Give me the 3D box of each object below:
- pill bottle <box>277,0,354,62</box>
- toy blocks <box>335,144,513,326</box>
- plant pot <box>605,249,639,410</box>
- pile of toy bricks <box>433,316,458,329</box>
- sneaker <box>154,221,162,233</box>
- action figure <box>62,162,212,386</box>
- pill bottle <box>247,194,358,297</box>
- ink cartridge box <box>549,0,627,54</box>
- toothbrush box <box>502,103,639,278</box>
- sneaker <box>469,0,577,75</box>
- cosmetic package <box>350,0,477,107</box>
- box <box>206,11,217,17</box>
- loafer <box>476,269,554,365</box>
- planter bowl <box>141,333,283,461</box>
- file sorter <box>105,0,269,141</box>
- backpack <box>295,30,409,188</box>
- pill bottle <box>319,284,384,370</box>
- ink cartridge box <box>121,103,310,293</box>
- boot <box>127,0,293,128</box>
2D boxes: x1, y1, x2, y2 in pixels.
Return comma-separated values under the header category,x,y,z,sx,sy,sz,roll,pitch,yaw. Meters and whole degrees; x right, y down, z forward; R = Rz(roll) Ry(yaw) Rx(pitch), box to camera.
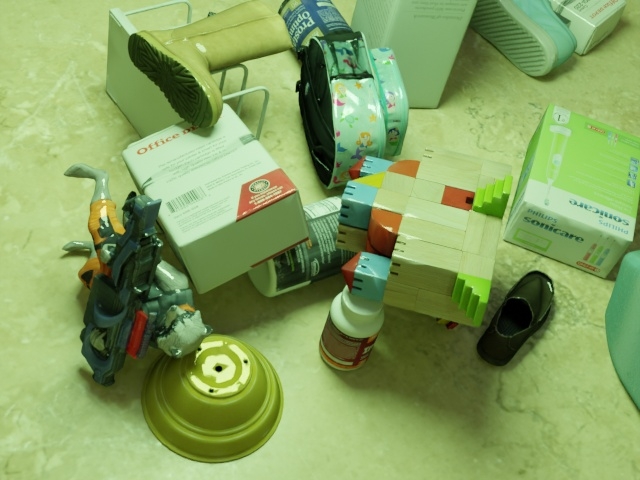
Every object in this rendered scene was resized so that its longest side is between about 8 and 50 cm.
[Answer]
category,x,y,z,sx,sy,sz,roll,pitch,yaw
pill bottle,0.008,-0.403,1.876,0.122,0.123,0.219,-16,57,-24
toy blocks,0.144,-0.028,1.428,0.260,0.191,0.381,14,42,7
plant pot,0.614,0.134,1.523,0.247,0.247,0.252,-9,38,-20
pile of toy bricks,0.222,0.051,1.594,0.105,0.118,0.212,33,26,-38
sneaker,-0.230,-0.040,1.572,0.152,0.058,0.085,21,59,12
action figure,-0.263,0.028,1.357,0.178,0.341,0.330,-13,54,-42
pill bottle,0.000,0.000,1.548,0.245,0.130,0.130,-18,58,-25
ink cartridge box,0.574,-0.547,2.146,0.218,0.092,0.158,40,54,16
toothbrush box,0.485,-0.099,1.747,0.206,0.122,0.283,21,50,3
sneaker,0.430,-0.523,2.076,0.150,0.135,0.366,-26,73,-31
cosmetic package,0.190,-0.496,1.778,0.161,0.453,0.230,0,52,-14
box,-0.203,-0.441,1.924,0.083,0.018,0.067,16,50,0
loafer,0.345,0.122,1.566,0.080,0.078,0.220,31,52,12
planter bowl,-0.155,0.210,1.371,0.217,0.090,0.217,7,51,-9
file sorter,-0.247,-0.278,1.675,0.173,0.193,0.278,-24,61,-31
backpack,0.057,-0.225,1.683,0.191,0.225,0.254,-1,56,-8
pill bottle,0.051,0.132,1.441,0.086,0.152,0.086,6,51,-8
ink cartridge box,-0.169,-0.074,1.451,0.197,0.114,0.273,-27,47,-12
boot,-0.151,-0.309,1.548,0.269,0.089,0.236,-25,62,-37
